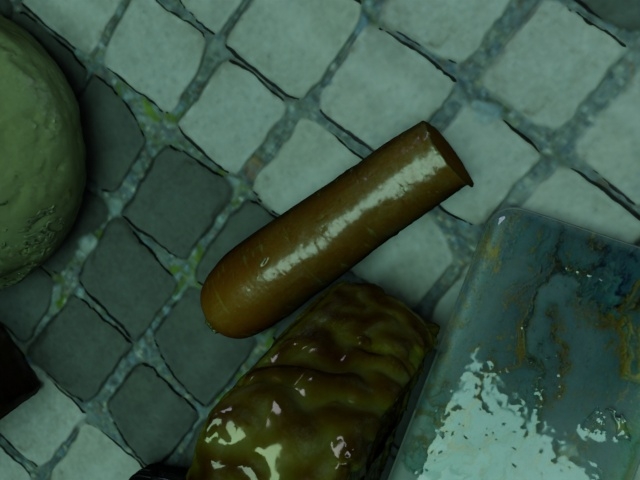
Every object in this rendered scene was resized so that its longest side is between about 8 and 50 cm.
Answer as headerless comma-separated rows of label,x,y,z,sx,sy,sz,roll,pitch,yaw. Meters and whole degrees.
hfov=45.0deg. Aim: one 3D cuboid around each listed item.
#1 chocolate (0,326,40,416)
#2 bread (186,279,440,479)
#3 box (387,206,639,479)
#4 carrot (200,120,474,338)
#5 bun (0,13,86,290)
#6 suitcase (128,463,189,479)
chocolate,-0.387,0.183,0.686,0.321,0.112,0.112,-37,85,20
bread,-0.007,0.133,0.494,0.096,0.222,0.181,23,118,15
box,0.132,0.128,0.506,0.142,0.044,0.285,20,85,19
carrot,0.000,0.000,0.558,0.225,0.067,0.067,-34,87,18
bun,-0.315,-0.066,0.603,0.259,0.152,0.259,2,96,17
suitcase,-0.121,0.250,0.639,0.086,0.059,0.126,4,98,16
